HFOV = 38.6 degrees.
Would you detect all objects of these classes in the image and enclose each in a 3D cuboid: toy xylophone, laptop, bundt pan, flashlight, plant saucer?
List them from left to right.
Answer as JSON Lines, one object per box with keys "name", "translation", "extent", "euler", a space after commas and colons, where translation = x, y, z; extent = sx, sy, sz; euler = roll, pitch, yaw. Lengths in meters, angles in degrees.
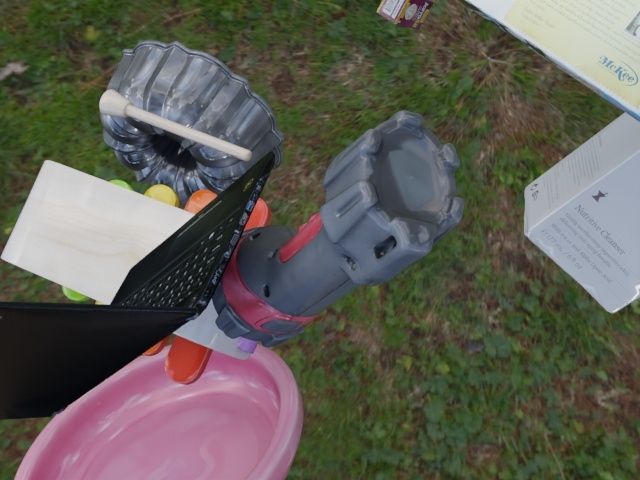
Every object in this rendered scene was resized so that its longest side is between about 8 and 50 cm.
{"name": "laptop", "translation": [-0.185, 0.033, 0.684], "extent": [0.136, 0.264, 0.234], "euler": [39, 134, -19]}
{"name": "toy xylophone", "translation": [-0.180, -0.012, 0.944], "extent": [0.323, 0.081, 0.236], "euler": [29, 86, 21]}
{"name": "plant saucer", "translation": [-0.168, 0.242, 0.991], "extent": [0.332, 0.332, 0.084], "euler": [-15, 120, 13]}
{"name": "bundt pan", "translation": [-0.233, -0.173, 1.543], "extent": [0.331, 0.124, 0.331], "euler": [21, 148, 14]}
{"name": "flashlight", "translation": [0.000, 0.000, 0.689], "extent": [0.103, 0.103, 0.304], "euler": [47, 149, 0]}

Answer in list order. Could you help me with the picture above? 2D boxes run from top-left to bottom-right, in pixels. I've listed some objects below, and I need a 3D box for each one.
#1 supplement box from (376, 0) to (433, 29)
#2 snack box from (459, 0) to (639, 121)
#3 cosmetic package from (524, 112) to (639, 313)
{"name": "supplement box", "translation": [0.139, -0.382, 1.496], "extent": [0.043, 0.083, 0.055], "euler": [39, 114, 26]}
{"name": "snack box", "translation": [0.315, -0.297, 1.072], "extent": [0.322, 0.060, 0.187], "euler": [44, 104, 30]}
{"name": "cosmetic package", "translation": [0.525, -0.090, 1.386], "extent": [0.217, 0.156, 0.385], "euler": [40, 122, -14]}
